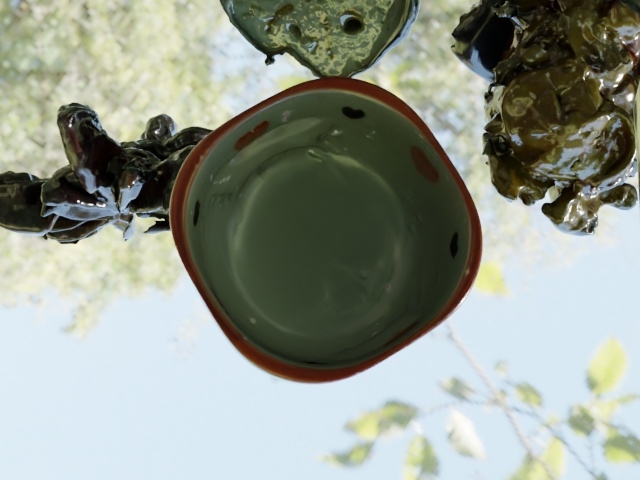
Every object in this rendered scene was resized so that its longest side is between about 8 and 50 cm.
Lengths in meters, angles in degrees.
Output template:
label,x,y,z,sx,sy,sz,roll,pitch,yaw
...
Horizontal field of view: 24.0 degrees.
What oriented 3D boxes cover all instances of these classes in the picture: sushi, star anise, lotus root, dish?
label,x,y,z,sx,sy,sz,roll,pitch,yaw
sushi,0.226,-0.132,1.339,0.204,0.200,0.213,-105,-145,-52
star anise,-0.200,-0.057,1.462,0.282,0.212,0.129,-25,-102,43
lotus root,0.005,-0.254,1.472,0.203,0.183,0.078,-28,-155,38
dish,0.000,0.000,1.259,0.256,0.256,0.117,-64,180,-14

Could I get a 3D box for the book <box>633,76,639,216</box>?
label,x,y,z,sx,sy,sz,roll,pitch,yaw
book,0.172,-0.083,0.687,0.192,0.013,0.168,96,2,-46
